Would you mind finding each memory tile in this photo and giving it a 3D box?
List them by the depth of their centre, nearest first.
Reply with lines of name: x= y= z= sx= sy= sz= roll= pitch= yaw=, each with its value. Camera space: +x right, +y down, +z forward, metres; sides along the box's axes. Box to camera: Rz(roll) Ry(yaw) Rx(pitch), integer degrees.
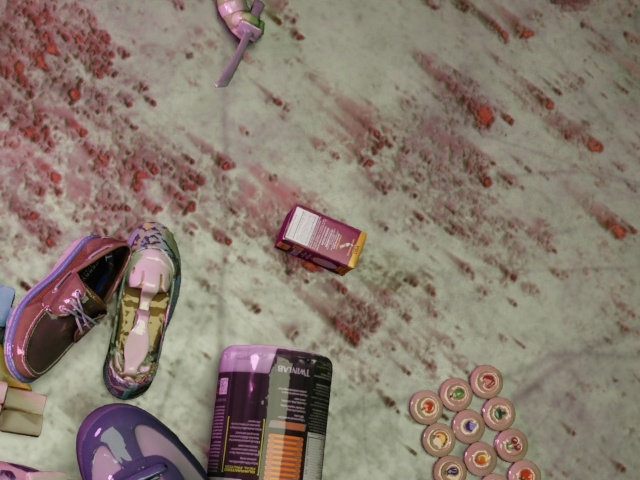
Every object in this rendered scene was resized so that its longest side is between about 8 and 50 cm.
memory tile: x=0.166 y=0.216 z=1.634 sx=0.113 sy=0.012 sz=0.148 roll=-20 pitch=85 yaw=-14

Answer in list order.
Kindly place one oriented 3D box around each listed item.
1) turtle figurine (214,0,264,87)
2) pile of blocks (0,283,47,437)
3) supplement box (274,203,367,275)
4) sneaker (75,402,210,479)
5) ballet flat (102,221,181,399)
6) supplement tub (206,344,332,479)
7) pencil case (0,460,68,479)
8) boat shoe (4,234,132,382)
turtle figurine: x=-0.039 y=-0.299 z=1.591 sx=0.266 sy=0.274 sz=0.198 roll=-21 pitch=119 yaw=-18
pile of blocks: x=-0.374 y=0.038 z=1.501 sx=0.149 sy=0.112 sz=0.362 roll=-40 pitch=91 yaw=-15
supplement box: x=0.000 y=0.000 z=1.615 sx=0.083 sy=0.055 sz=0.043 roll=23 pitch=77 yaw=-6
sneaker: x=-0.120 y=0.287 z=1.398 sx=0.112 sy=0.131 sz=0.319 roll=-30 pitch=88 yaw=-14
ballet flat: x=-0.178 y=0.069 z=1.561 sx=0.070 sy=0.070 sz=0.188 roll=9 pitch=79 yaw=-10
supplement tub: x=-0.053 y=0.205 z=1.537 sx=0.117 sy=0.117 sz=0.190 roll=9 pitch=79 yaw=-10
pencil case: x=-0.355 y=0.386 z=1.391 sx=0.183 sy=0.160 sz=0.410 roll=14 pitch=84 yaw=34
boat shoe: x=-0.248 y=0.062 z=1.512 sx=0.066 sy=0.066 sz=0.183 roll=52 pitch=48 yaw=-33
